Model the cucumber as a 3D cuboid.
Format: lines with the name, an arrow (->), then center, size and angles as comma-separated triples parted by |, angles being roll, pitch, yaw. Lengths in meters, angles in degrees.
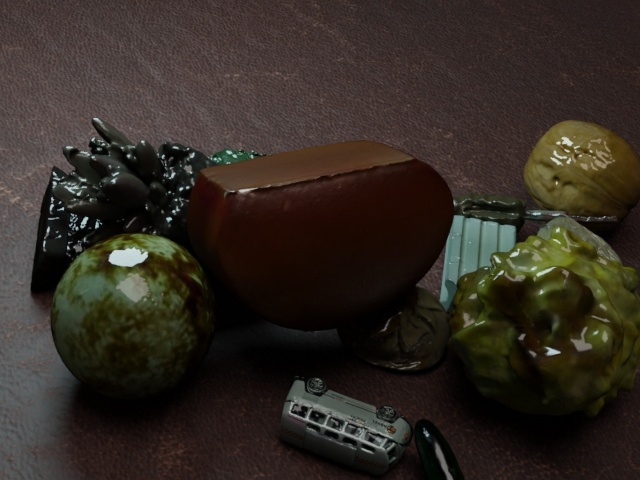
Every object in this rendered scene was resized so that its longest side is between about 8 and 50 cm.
cucumber -> 0.192, 0.366, 1.599 | 0.056, 0.056, 0.284 | -12, 56, -24

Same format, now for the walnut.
walnut -> 0.486, -0.119, 2.147 | 0.195, 0.195, 0.221 | -28, 51, -36

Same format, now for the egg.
egg -> -0.267, 0.103, 1.704 | 0.238, 0.238, 0.289 | 13, 23, 4

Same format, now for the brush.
brush -> 0.381, -0.043, 2.079 | 0.301, 0.071, 0.084 | 6, 0, 19

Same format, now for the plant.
plant -> -0.257, -0.072, 1.855 | 0.320, 0.181, 0.194 | 22, 50, -24

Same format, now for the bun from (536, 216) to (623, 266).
bun -> 0.433, 0.048, 1.997 | 0.166, 0.113, 0.173 | 10, 45, -37

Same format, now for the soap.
soap -> 0.275, 0.046, 2.006 | 0.119, 0.066, 0.198 | 10, 40, 3

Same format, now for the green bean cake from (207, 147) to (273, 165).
green bean cake -> -0.106, -0.094, 2.070 | 0.208, 0.107, 0.193 | 32, 46, 27

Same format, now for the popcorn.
popcorn -> 0.354, 0.125, 1.770 | 0.312, 0.312, 0.312 | 6, 40, -5

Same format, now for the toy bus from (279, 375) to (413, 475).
toy bus -> 0.033, 0.273, 1.679 | 0.194, 0.087, 0.089 | 20, 45, 9

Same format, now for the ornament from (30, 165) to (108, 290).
ornament -> -0.340, -0.008, 1.938 | 0.260, 0.106, 0.251 | 10, 46, -13

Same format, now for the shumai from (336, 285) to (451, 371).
shumai -> 0.118, 0.111, 1.860 | 0.201, 0.120, 0.201 | 4, 42, -4

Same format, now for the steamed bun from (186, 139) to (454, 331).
steamed bun -> 0.000, 0.000, 1.747 | 0.379, 0.248, 0.235 | -11, 18, -21
